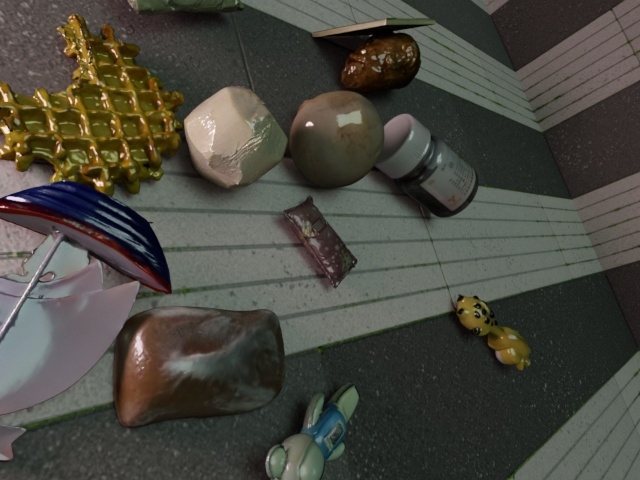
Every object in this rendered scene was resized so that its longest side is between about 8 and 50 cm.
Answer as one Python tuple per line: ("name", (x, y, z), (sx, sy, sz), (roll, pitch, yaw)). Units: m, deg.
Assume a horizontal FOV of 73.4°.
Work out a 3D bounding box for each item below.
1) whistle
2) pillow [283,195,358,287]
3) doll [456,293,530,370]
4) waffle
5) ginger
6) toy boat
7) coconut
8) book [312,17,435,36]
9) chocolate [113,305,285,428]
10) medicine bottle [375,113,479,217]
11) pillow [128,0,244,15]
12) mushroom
("whistle", (-0.005, 0.306, 0.672), (0.235, 0.077, 0.114), (-35, 104, -53))
("pillow", (0.000, 0.000, 0.858), (0.185, 0.043, 0.118), (58, 36, -8))
("doll", (0.460, 0.240, 1.138), (0.291, 0.086, 0.117), (38, 52, -21))
("waffle", (-0.327, -0.194, 0.628), (0.259, 0.069, 0.293), (39, 48, -20))
("ginger", (0.186, -0.505, 1.204), (0.321, 0.172, 0.165), (-33, 99, -48))
("toy boat", (-0.290, 0.077, 0.507), (0.218, 0.072, 0.319), (5, 67, -29))
("coconut", (-0.148, -0.165, 0.719), (0.161, 0.162, 0.161), (52, 1, -2))
("book", (0.157, -0.595, 1.202), (0.322, 0.228, 0.018), (-35, 125, -48))
("chocolate", (-0.145, 0.163, 0.603), (0.253, 0.080, 0.157), (10, 62, -40))
("medicine bottle", (0.273, -0.190, 1.126), (0.273, 0.165, 0.165), (32, 50, -29))
("pillow", (-0.321, -0.540, 0.813), (0.281, 0.076, 0.274), (52, 41, -1))
("mushroom", (0.019, -0.211, 0.908), (0.206, 0.209, 0.207), (-15, 110, -47))
